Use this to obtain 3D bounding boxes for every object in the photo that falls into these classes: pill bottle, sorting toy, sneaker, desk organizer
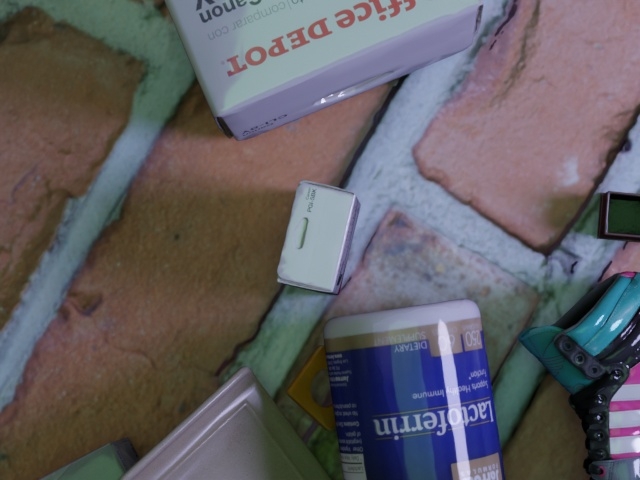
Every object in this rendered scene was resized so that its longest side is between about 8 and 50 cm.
[{"bbox_3d":[0.094,0.194,1.466,0.153,0.153,0.265,-9,87,4],"label":"pill bottle"},{"bbox_3d":[-0.085,0.246,1.486,0.347,0.047,0.196,-41,108,-25],"label":"sorting toy"},{"bbox_3d":[0.258,0.152,1.468,0.178,0.124,0.296,29,82,0],"label":"sneaker"},{"bbox_3d":[0.338,-0.020,1.509,0.130,0.050,0.047,5,88,4],"label":"desk organizer"}]

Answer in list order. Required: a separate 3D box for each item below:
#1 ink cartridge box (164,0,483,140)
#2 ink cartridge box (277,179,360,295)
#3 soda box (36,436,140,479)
[{"bbox_3d":[-0.038,-0.328,1.496,0.279,0.160,0.385,-23,85,2],"label":"ink cartridge box"},{"bbox_3d":[0.000,0.000,1.490,0.056,0.135,0.099,13,89,4],"label":"ink cartridge box"},{"bbox_3d":[-0.299,0.301,1.519,0.286,0.091,0.098,-28,85,2],"label":"soda box"}]
